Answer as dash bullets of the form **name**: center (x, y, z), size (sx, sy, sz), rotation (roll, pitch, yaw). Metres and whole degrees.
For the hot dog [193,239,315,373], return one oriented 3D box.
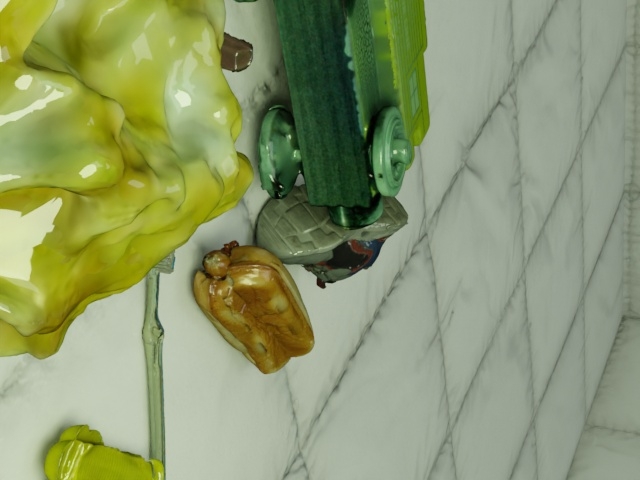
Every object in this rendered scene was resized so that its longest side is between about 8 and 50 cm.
- **hot dog**: center (-0.073, 0.068, 1.270), size (0.076, 0.102, 0.249), rotation (64, 3, 32)

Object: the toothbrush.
- **toothbrush**: center (-0.164, 0.123, 1.159), size (0.026, 0.028, 0.294), rotation (-31, 131, -58)

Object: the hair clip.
- **hair clip**: center (-0.203, 0.211, 1.072), size (0.173, 0.046, 0.072), rotation (35, 63, -65)

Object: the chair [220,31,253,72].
- **chair**: center (-0.185, -0.225, 0.807), size (0.326, 0.175, 0.183), rotation (-2, 92, -69)

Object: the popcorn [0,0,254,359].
- **popcorn**: center (-0.221, -0.080, 0.674), size (0.334, 0.292, 0.294), rotation (64, 33, -42)

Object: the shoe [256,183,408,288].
- **shoe**: center (0.001, 0.000, 1.407), size (0.227, 0.099, 0.125), rotation (-12, 146, -41)

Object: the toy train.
- **toy train**: center (0.024, -0.241, 1.277), size (0.272, 0.179, 0.442), rotation (-62, 149, -52)
